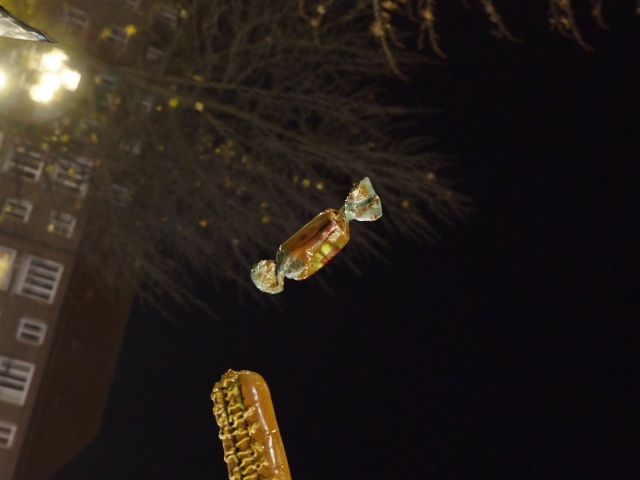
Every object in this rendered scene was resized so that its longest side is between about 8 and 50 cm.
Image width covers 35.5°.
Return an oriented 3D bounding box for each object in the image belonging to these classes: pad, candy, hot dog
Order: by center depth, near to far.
[{"bbox_3d":[-0.076,0.220,1.095,0.071,0.045,0.165,-27,-110,32],"label":"hot dog"},{"bbox_3d":[0.000,0.000,1.159,0.182,0.053,0.046,-41,-153,-2],"label":"candy"},{"bbox_3d":[-0.641,-0.432,1.949,0.233,0.174,0.022,22,79,-73],"label":"pad"}]
